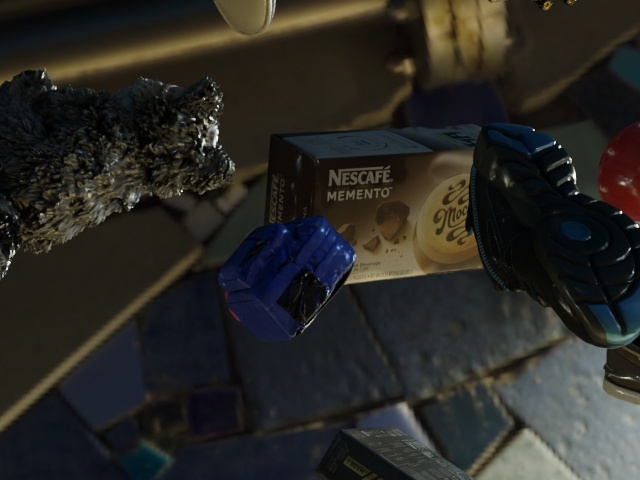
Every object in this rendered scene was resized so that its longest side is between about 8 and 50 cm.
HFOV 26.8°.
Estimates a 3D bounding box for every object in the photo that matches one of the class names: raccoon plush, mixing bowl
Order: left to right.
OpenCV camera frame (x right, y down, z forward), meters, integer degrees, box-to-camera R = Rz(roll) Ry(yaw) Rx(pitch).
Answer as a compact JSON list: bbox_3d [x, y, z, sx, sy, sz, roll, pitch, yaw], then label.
[{"bbox_3d":[-0.283,-0.051,1.751,0.299,0.446,0.216,1,-41,8],"label":"raccoon plush"},{"bbox_3d":[0.558,-0.102,2.210,0.181,0.181,0.098,-9,17,-12],"label":"mixing bowl"}]

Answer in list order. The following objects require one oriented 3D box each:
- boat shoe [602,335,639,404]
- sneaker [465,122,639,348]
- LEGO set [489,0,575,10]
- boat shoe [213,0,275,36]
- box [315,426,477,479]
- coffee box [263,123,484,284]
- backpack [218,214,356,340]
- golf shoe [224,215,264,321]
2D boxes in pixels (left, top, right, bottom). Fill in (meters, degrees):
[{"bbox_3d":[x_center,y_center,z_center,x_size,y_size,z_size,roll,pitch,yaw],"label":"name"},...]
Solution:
[{"bbox_3d":[0.555,0.204,1.946,0.117,0.096,0.324,-12,18,-41],"label":"boat shoe"},{"bbox_3d":[0.246,0.014,1.407,0.125,0.341,0.139,3,-56,-17],"label":"sneaker"},{"bbox_3d":[0.243,-0.452,1.704,0.255,0.331,0.192,-9,-52,-12],"label":"LEGO set"},{"bbox_3d":[-0.133,-0.473,2.036,0.112,0.095,0.335,-1,-50,25],"label":"boat shoe"},{"bbox_3d":[0.113,0.275,1.455,0.059,0.183,0.233,-60,-18,4],"label":"box"},{"bbox_3d":[0.087,-0.048,1.672,0.297,0.168,0.119,-5,21,-29],"label":"coffee box"},{"bbox_3d":[-0.030,0.027,1.310,0.120,0.101,0.098,-47,20,-21],"label":"backpack"},{"bbox_3d":[0.000,0.000,1.778,0.140,0.115,0.306,5,41,47],"label":"golf shoe"}]
